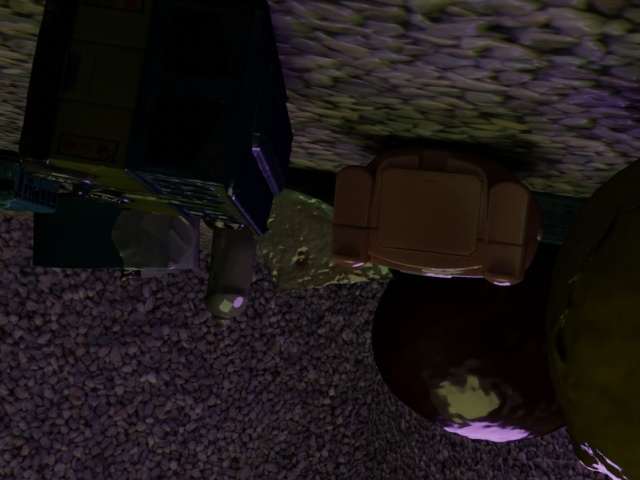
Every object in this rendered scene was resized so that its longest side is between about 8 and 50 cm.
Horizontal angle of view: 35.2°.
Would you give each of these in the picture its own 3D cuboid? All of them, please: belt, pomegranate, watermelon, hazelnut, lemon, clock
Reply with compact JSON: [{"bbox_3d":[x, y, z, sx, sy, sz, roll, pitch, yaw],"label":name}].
[{"bbox_3d":[-0.404,-0.017,2.004,0.300,0.173,0.437,0,-176,-35],"label":"belt"},{"bbox_3d":[-0.189,-0.053,1.854,0.073,0.073,0.084,4,159,35],"label":"pomegranate"},{"bbox_3d":[0.000,0.000,1.513,0.256,0.176,0.260,38,-163,9],"label":"watermelon"},{"bbox_3d":[0.296,0.121,1.544,0.421,0.352,0.421,2,155,1],"label":"hazelnut"},{"bbox_3d":[0.364,0.072,0.804,0.350,0.349,0.387,4,-171,41],"label":"lemon"},{"bbox_3d":[0.146,-0.036,1.177,0.227,0.142,0.241,7,-175,17],"label":"clock"}]

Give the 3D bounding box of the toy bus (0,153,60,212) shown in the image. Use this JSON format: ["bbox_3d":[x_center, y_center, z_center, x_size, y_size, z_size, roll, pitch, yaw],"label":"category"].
[{"bbox_3d":[-0.509,-0.094,1.703,0.079,0.091,0.160,5,175,12],"label":"toy bus"}]

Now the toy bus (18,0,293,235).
[{"bbox_3d":[-0.114,-0.093,0.796,0.175,0.138,0.287,8,175,2],"label":"toy bus"}]

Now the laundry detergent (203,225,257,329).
[{"bbox_3d":[-0.209,0.075,2.278,0.091,0.253,0.181,9,176,-22],"label":"laundry detergent"}]

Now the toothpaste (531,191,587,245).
[{"bbox_3d":[0.273,-0.032,1.352,0.267,0.065,0.050,8,175,-7],"label":"toothpaste"}]

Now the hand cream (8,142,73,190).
[{"bbox_3d":[-0.414,-0.119,1.595,0.076,0.047,0.174,6,167,20],"label":"hand cream"}]
